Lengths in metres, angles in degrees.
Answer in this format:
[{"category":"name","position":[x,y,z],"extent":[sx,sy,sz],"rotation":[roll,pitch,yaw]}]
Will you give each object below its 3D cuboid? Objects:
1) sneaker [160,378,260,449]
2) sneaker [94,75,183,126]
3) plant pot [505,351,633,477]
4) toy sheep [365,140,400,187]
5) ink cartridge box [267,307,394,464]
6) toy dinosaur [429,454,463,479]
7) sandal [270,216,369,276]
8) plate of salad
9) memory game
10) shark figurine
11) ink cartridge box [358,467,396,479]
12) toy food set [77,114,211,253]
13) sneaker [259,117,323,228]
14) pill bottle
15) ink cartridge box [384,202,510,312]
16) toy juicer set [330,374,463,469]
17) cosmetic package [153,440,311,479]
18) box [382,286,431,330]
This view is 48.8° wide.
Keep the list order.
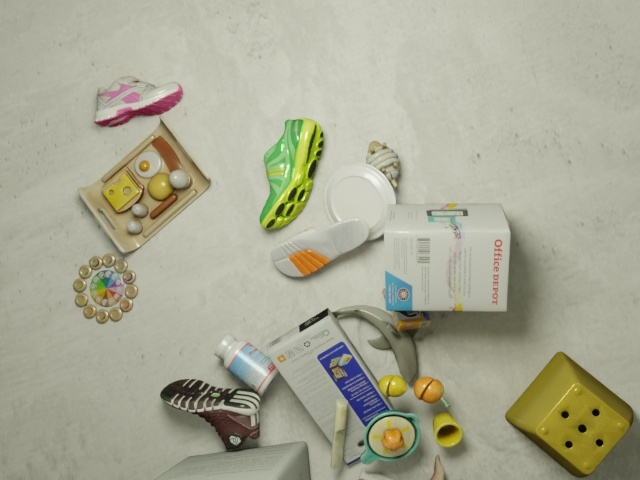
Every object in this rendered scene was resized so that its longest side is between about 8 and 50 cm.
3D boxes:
[{"category":"sneaker","position":[-0.273,0.449,1.771],"extent":[0.281,0.106,0.163],"rotation":[4,114,27]},{"category":"sneaker","position":[-0.485,-0.383,1.849],"extent":[0.252,0.103,0.111],"rotation":[-13,86,8]},{"category":"plant pot","position":[0.568,0.402,1.581],"extent":[0.212,0.187,0.212],"rotation":[39,93,10]},{"category":"toy sheep","position":[0.155,-0.187,1.735],"extent":[0.091,0.091,0.132],"rotation":[-24,74,8]},{"category":"ink cartridge box","position":[0.042,0.356,1.698],"extent":[0.175,0.069,0.371],"rotation":[-31,105,7]},{"category":"toy dinosaur","position":[0.291,0.669,1.652],"extent":[0.200,0.127,0.296],"rotation":[-29,77,14]},{"category":"sandal","position":[0.006,0.009,1.755],"extent":[0.265,0.076,0.102],"rotation":[-22,107,19]},{"category":"plate of salad","position":[0.098,-0.097,1.745],"extent":[0.199,0.048,0.200],"rotation":[10,110,28]},{"category":"memory game","position":[-0.573,0.128,1.881],"extent":[0.186,0.012,0.186],"rotation":[-1,86,9]},{"category":"shark figurine","position":[0.137,0.207,1.706],"extent":[0.278,0.116,0.166],"rotation":[30,91,8]},{"category":"ink cartridge box","position":[0.110,0.649,1.622],"extent":[0.100,0.237,0.172],"rotation":[17,90,8]},{"category":"toy food set","position":[-0.460,-0.146,1.836],"extent":[0.306,0.092,0.220],"rotation":[-39,82,5]},{"category":"sneaker","position":[-0.087,-0.168,1.782],"extent":[0.123,0.109,0.296],"rotation":[23,93,33]},{"category":"pill bottle","position":[-0.183,0.307,1.766],"extent":[0.160,0.087,0.087],"rotation":[36,93,9]},{"category":"ink cartridge box","position":[0.286,0.035,1.614],"extent":[0.269,0.197,0.198],"rotation":[0,111,8]},{"category":"toy juicer set","position":[0.156,0.425,1.651],"extent":[0.328,0.089,0.209],"rotation":[-17,109,2]},{"category":"cosmetic package","position":[-0.197,0.674,1.593],"extent":[0.327,0.393,0.330],"rotation":[-9,86,9]},{"category":"box","position":[0.203,0.152,1.697],"extent":[0.081,0.028,0.136],"rotation":[-5,48,-17]}]
